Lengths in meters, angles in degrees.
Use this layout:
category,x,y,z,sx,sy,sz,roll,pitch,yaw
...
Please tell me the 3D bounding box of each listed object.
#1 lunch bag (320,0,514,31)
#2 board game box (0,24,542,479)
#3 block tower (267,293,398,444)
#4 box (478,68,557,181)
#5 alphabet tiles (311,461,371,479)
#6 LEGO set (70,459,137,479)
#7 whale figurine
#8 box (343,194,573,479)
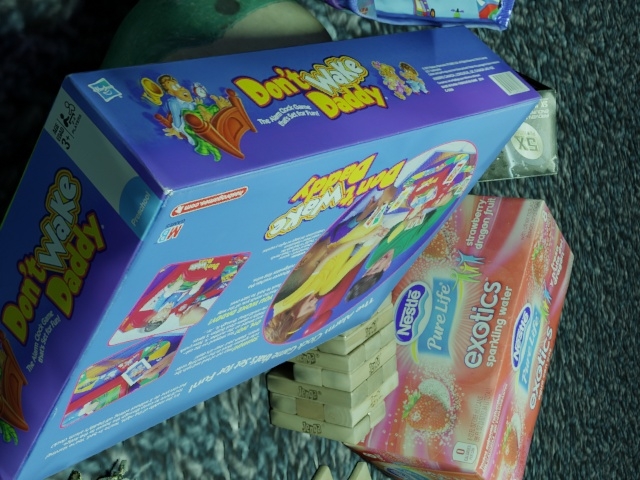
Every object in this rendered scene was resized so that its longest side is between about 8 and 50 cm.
category,x,y,z,sx,sy,sz,roll,pitch,yaw
lunch bag,-0.004,-0.224,0.743,0.293,0.221,0.138,-30,144,-50
board game box,-0.036,-0.004,0.647,0.347,0.078,0.233,-20,151,-51
block tower,0.000,0.000,0.928,0.091,0.097,0.335,-31,123,-54
box,0.122,-0.109,0.992,0.180,0.147,0.077,-109,-167,-73
alphabet tiles,-0.010,0.399,1.054,0.342,0.011,0.285,-54,138,-42
LEGO set,-0.148,0.187,0.767,0.083,0.023,0.054,1,94,-60
whale figurine,-0.113,-0.066,0.704,0.272,0.141,0.216,-43,164,-21
box,0.154,0.110,1.153,0.142,0.154,0.300,47,56,-52
